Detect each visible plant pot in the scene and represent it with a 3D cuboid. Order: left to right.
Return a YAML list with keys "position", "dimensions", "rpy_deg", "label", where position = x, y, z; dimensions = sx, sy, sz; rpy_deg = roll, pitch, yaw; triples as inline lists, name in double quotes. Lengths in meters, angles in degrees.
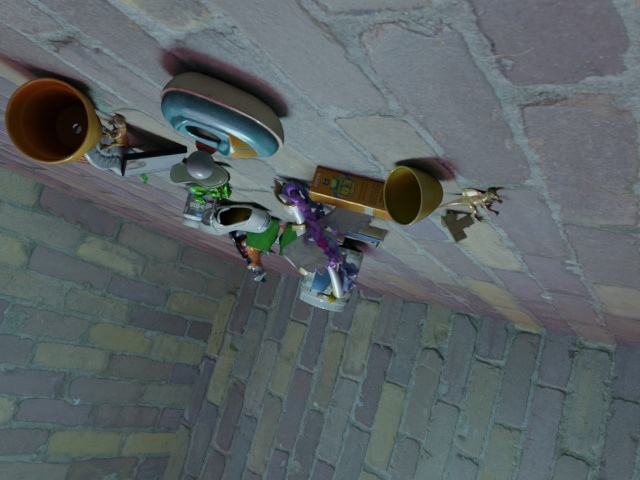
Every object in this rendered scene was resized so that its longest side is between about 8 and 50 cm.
- position: [-0.661, -0.298, 1.369]
  dimensions: [0.205, 0.205, 0.188]
  rpy_deg: [17, -175, -3]
  label: "plant pot"
- position: [0.223, -0.106, 1.208]
  dimensions: [0.095, 0.134, 0.134]
  rpy_deg: [-8, -177, -30]
  label: "plant pot"

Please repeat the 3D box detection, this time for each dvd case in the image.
- position: [-0.519, -0.241, 1.635]
  dimensions: [0.180, 0.022, 0.253]
  rpy_deg: [-12, -179, -22]
  label: "dvd case"

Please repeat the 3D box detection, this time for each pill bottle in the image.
- position: [-0.501, -0.124, 2.103]
  dimensions: [0.078, 0.137, 0.078]
  rpy_deg: [14, 179, 0]
  label: "pill bottle"

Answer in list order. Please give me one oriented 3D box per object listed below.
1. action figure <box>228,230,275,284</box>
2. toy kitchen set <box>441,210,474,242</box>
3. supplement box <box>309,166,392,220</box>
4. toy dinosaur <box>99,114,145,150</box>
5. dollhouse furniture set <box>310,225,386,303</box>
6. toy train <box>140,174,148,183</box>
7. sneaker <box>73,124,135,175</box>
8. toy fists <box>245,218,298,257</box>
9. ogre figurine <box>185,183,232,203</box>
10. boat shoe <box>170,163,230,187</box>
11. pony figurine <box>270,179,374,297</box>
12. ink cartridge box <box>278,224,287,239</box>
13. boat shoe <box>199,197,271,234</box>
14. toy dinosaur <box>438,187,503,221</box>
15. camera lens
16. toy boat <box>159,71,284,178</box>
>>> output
- position: [-0.291, 0.063, 2.509]
  dimensions: [0.341, 0.178, 0.330]
  rpy_deg: [61, -178, -24]
  label: "action figure"
- position: [0.379, -0.038, 1.444]
  dimensions: [0.068, 0.083, 0.075]
  rpy_deg: [-28, 162, 5]
  label: "toy kitchen set"
- position: [0.090, -0.123, 1.400]
  dimensions: [0.233, 0.078, 0.080]
  rpy_deg: [14, 169, 9]
  label: "supplement box"
- position: [-0.579, -0.290, 1.529]
  dimensions: [0.112, 0.064, 0.211]
  rpy_deg: [-5, 169, -10]
  label: "toy dinosaur"
- position: [0.089, 0.098, 1.933]
  dimensions: [0.198, 0.304, 0.286]
  rpy_deg: [17, 170, 1]
  label: "dollhouse furniture set"
- position: [-0.705, -0.248, 2.112]
  dimensions: [0.017, 0.024, 0.083]
  rpy_deg: [17, 170, -3]
  label: "toy train"
- position: [-0.733, -0.287, 1.673]
  dimensions: [0.180, 0.125, 0.321]
  rpy_deg: [14, 169, 9]
  label: "sneaker"
- position: [-0.173, -0.015, 2.205]
  dimensions: [0.279, 0.142, 0.096]
  rpy_deg: [17, -175, -5]
  label: "toy fists"
- position: [-0.381, -0.177, 1.811]
  dimensions: [0.118, 0.097, 0.197]
  rpy_deg: [1, -163, 6]
  label: "ogre figurine"
- position: [-0.371, -0.208, 1.677]
  dimensions: [0.227, 0.081, 0.068]
  rpy_deg: [7, -176, 28]
  label: "boat shoe"
- position: [0.000, 0.000, 1.593]
  dimensions: [0.351, 0.303, 0.364]
  rpy_deg: [31, 152, 44]
  label: "pony figurine"
- position: [-0.129, -0.003, 2.417]
  dimensions: [0.238, 0.060, 0.275]
  rpy_deg: [9, 167, 39]
  label: "ink cartridge box"
- position: [-0.385, -0.096, 2.112]
  dimensions: [0.367, 0.136, 0.156]
  rpy_deg: [5, 165, 35]
  label: "boat shoe"
- position: [0.366, -0.092, 1.262]
  dimensions: [0.092, 0.053, 0.183]
  rpy_deg: [38, 154, -24]
  label: "toy dinosaur"
- position: [0.044, 0.134, 2.197]
  dimensions: [0.219, 0.274, 0.219]
  rpy_deg: [17, -177, -1]
  label: "camera lens"
- position: [-0.224, -0.227, 1.143]
  dimensions: [0.267, 0.148, 0.318]
  rpy_deg: [20, 169, -19]
  label: "toy boat"
